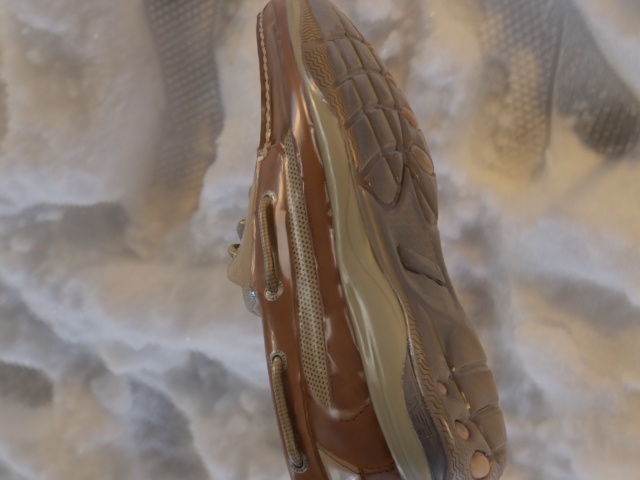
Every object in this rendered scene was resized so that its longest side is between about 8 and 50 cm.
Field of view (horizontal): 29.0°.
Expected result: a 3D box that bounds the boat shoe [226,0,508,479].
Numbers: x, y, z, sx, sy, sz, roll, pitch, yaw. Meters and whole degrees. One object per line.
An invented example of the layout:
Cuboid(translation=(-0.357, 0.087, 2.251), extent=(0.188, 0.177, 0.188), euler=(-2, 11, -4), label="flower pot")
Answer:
Cuboid(translation=(0.000, 0.000, 0.677), extent=(0.116, 0.324, 0.123), euler=(-26, 147, 23), label="boat shoe")
